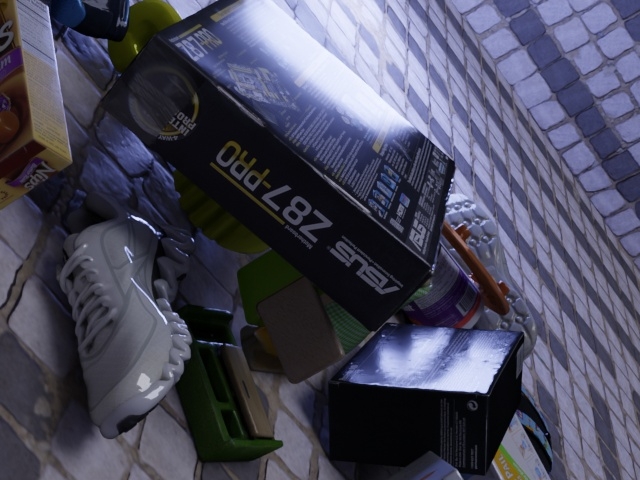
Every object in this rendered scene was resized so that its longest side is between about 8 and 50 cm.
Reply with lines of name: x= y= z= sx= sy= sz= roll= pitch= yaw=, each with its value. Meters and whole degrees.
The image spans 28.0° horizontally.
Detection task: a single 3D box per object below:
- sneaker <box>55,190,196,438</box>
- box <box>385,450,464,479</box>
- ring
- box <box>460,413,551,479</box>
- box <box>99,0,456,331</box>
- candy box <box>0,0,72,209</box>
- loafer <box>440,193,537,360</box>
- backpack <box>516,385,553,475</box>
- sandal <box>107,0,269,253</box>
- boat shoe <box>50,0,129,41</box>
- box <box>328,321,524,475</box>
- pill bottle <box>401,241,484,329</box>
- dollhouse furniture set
sneaker: x=-0.184 y=0.059 z=1.129 sx=0.118 sy=0.110 sz=0.292 roll=40 pitch=19 yaw=-26
box: x=0.096 y=0.295 z=1.315 sx=0.091 sy=0.130 sz=0.170 roll=58 pitch=-4 yaw=0
ring: x=0.171 y=-0.020 z=1.918 sx=0.336 sy=0.032 sz=0.336 roll=47 pitch=-4 yaw=5
box: x=0.222 y=0.323 z=1.646 sx=0.103 sy=0.114 sz=0.203 roll=-21 pitch=82 yaw=-53
box: x=-0.016 y=-0.103 z=1.275 sx=0.318 sy=0.097 sz=0.395 roll=42 pitch=19 yaw=-6
candy box: x=-0.282 y=-0.123 z=1.115 sx=0.053 sy=0.109 sz=0.187 roll=35 pitch=32 yaw=-49
loafer: x=0.266 y=0.067 z=2.149 sx=0.111 sy=0.112 sz=0.319 roll=95 pitch=-20 yaw=-58
backpack: x=0.250 y=0.263 z=1.809 sx=0.173 sy=0.117 sz=0.158 roll=48 pitch=24 yaw=-27
sandal: x=-0.121 y=-0.131 z=1.483 sx=0.317 sy=0.126 sz=0.138 roll=66 pitch=17 yaw=11
boat shoe: x=-0.250 y=-0.320 z=1.476 sx=0.089 sy=0.109 sz=0.258 roll=29 pitch=50 yaw=-29
box: x=0.132 y=0.181 z=1.531 sx=0.261 sy=0.184 sz=0.103 roll=-33 pitch=126 yaw=-69
pill bottle: x=0.144 y=0.049 z=1.860 sx=0.193 sy=0.108 sz=0.108 roll=50 pitch=23 yaw=-25
dollhouse furniture set: x=0.008 y=0.119 z=1.333 sx=0.301 sy=0.197 sz=0.151 roll=16 pitch=46 yaw=-60
